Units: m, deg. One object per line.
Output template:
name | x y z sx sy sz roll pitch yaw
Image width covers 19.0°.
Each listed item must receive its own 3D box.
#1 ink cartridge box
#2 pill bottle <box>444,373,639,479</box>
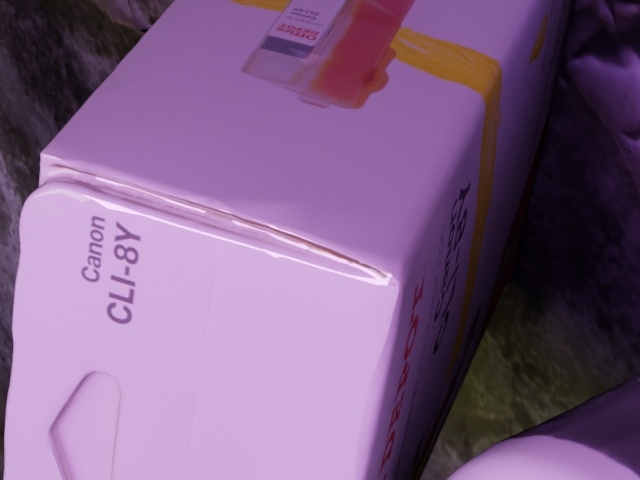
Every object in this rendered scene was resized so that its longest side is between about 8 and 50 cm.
ink cartridge box | 0.000 0.000 0.946 0.160 0.385 0.279 17 127 11
pill bottle | 0.168 0.155 0.824 0.204 0.361 0.204 32 132 42
